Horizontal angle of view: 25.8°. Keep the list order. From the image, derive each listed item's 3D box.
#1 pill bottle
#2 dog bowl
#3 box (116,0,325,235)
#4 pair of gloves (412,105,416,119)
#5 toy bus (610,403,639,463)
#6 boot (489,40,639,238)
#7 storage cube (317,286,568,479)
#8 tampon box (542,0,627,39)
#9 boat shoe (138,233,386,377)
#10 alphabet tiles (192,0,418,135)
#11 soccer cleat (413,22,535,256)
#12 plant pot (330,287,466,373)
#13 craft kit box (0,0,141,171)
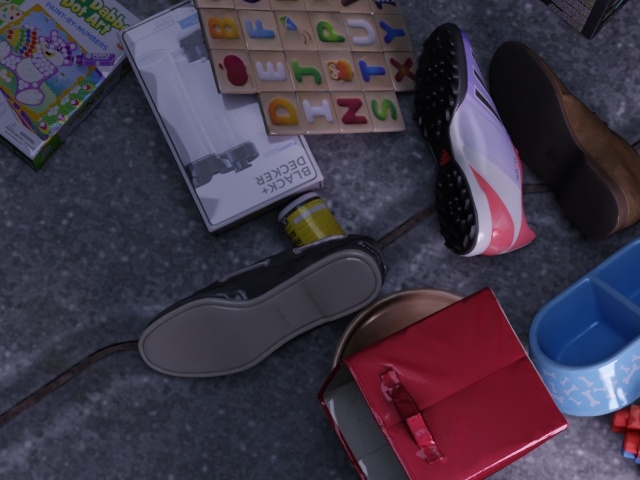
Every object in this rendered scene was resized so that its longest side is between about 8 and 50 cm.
[{"bbox_3d":[0.000,0.000,1.822,0.065,0.065,0.116,-32,77,-11],"label":"pill bottle"},{"bbox_3d":[0.388,0.096,1.762,0.297,0.074,0.166,-35,42,-11],"label":"dog bowl"},{"bbox_3d":[-0.127,-0.169,1.820,0.169,0.087,0.290,-24,87,-1],"label":"box"},{"bbox_3d":[0.171,-0.167,1.908,0.074,0.010,0.083,-33,78,-11],"label":"pair of gloves"},{"bbox_3d":[0.461,0.242,1.697,0.211,0.220,0.149,13,70,9],"label":"toy bus"},{"bbox_3d":[0.336,-0.142,1.880,0.115,0.112,0.305,-16,67,-38],"label":"boot"},{"bbox_3d":[0.132,0.193,1.586,0.193,0.215,0.183,-25,76,-16],"label":"storage cube"},{"bbox_3d":[0.384,-0.375,1.900,0.101,0.161,0.120,42,75,10],"label":"tampon box"},{"bbox_3d":[-0.069,0.082,1.770,0.335,0.095,0.112,-22,106,15],"label":"boat shoe"},{"bbox_3d":[-0.013,-0.273,1.833,0.342,0.011,0.285,-5,75,-38],"label":"alphabet tiles"},{"bbox_3d":[0.206,-0.134,1.857,0.116,0.108,0.318,-1,75,-29],"label":"soccer cleat"},{"bbox_3d":[0.127,0.185,1.749,0.237,0.110,0.237,0,74,-2],"label":"plant pot"},{"bbox_3d":[-0.397,-0.262,1.892,0.250,0.061,0.246,37,73,8],"label":"craft kit box"}]
